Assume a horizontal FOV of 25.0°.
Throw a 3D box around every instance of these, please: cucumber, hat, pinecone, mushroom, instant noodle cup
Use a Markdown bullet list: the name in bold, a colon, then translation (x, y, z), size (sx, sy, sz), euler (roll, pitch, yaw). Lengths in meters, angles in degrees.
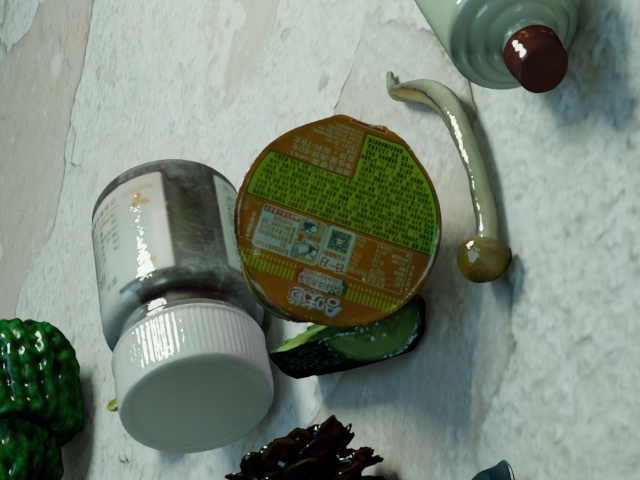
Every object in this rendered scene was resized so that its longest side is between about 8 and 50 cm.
- **cucumber**: translation (0.015, 0.090, 1.242), size (0.220, 0.070, 0.046), euler (-24, 87, 62)
- **hat**: translation (-0.422, 0.279, 1.877), size (0.274, 0.242, 0.332), euler (128, 133, -64)
- **pinecone**: translation (-0.007, 0.211, 1.153), size (0.121, 0.140, 0.140), euler (59, 138, 16)
- **mushroom**: translation (0.100, -0.078, 1.176), size (0.068, 0.043, 0.306), euler (-42, 37, 21)
- **instant noodle cup**: translation (0.000, 0.000, 1.189), size (0.185, 0.168, 0.168), euler (135, 143, -76)

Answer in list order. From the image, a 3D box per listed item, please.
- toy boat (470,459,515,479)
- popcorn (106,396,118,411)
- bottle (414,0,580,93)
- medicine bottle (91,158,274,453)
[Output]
- **toy boat**: translation (0.111, 0.219, 0.992), size (0.055, 0.060, 0.141), euler (-20, 54, 62)
- **popcorn**: translation (-0.184, 0.166, 1.592), size (0.109, 0.089, 0.097), euler (-4, 86, 60)
- **bottle**: translation (0.126, -0.190, 1.091), size (0.104, 0.104, 0.245), euler (-63, 29, 28)
- **medicine bottle**: translation (-0.141, 0.061, 1.450), size (0.165, 0.165, 0.273), euler (-57, 32, 36)
